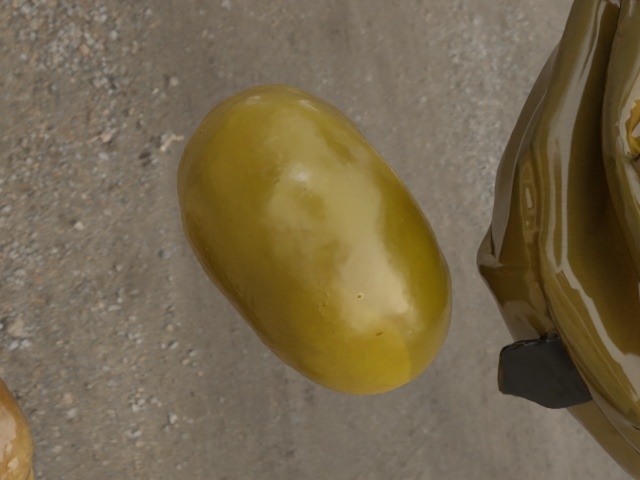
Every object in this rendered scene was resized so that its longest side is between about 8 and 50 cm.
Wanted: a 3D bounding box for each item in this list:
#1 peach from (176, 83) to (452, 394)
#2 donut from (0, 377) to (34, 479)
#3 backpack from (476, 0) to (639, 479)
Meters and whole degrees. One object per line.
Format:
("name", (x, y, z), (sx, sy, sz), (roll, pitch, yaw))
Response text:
("peach", (0.000, 0.000, 0.495), (0.179, 0.103, 0.179), (59, 5, -9))
("donut", (-0.343, 0.142, 0.643), (0.317, 0.299, 0.150), (60, 35, -14))
("backpack", (0.250, -0.031, 0.523), (0.353, 0.201, 0.378), (45, 63, -24))
